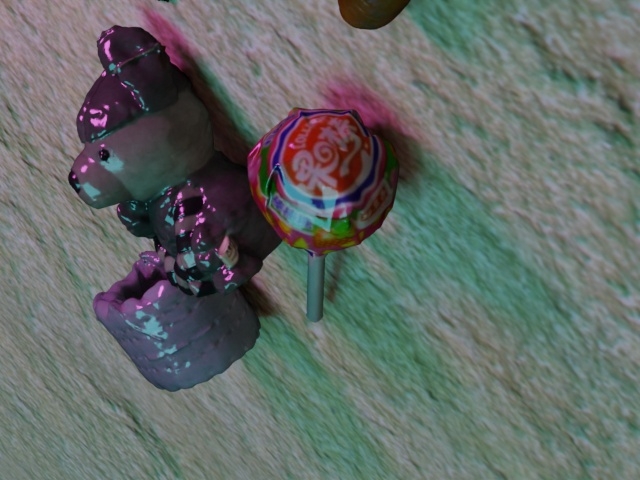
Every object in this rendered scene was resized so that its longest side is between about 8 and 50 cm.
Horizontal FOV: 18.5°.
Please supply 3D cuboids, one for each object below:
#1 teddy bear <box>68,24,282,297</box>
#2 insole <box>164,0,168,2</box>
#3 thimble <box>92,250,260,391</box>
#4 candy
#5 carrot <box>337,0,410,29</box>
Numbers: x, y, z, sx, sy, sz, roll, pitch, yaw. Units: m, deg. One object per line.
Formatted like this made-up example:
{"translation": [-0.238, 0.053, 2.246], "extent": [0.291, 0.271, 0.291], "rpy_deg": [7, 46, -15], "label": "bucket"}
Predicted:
{"translation": [-0.148, -0.061, 1.785], "extent": [0.251, 0.144, 0.171], "rpy_deg": [51, 168, -2], "label": "teddy bear"}
{"translation": [-0.167, -0.277, 1.650], "extent": [0.064, 0.004, 0.188], "rpy_deg": [23, 146, 41], "label": "insole"}
{"translation": [-0.145, 0.074, 1.983], "extent": [0.151, 0.127, 0.118], "rpy_deg": [-5, 123, 56], "label": "thimble"}
{"translation": [0.000, 0.000, 1.700], "extent": [0.124, 0.124, 0.365], "rpy_deg": [39, 162, 15], "label": "candy"}
{"translation": [0.069, -0.202, 1.364], "extent": [0.048, 0.048, 0.216], "rpy_deg": [48, 149, -3], "label": "carrot"}
